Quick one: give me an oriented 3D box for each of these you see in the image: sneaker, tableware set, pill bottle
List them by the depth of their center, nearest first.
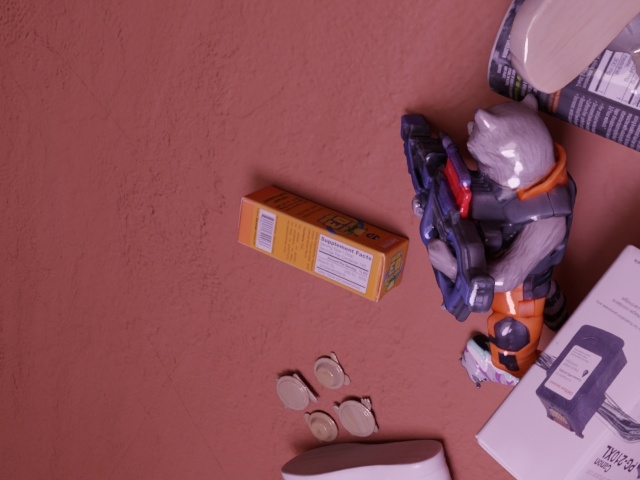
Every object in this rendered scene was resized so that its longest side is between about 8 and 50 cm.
[{"bbox_3d":[0.292,-0.154,0.622,0.245,0.130,0.130,30,124,21],"label":"pill bottle"},{"bbox_3d":[0.224,0.175,0.877,0.098,0.038,0.069,40,130,26],"label":"sneaker"},{"bbox_3d":[0.076,0.405,1.034,0.292,0.108,0.169,-14,98,37],"label":"sneaker"},{"bbox_3d":[0.008,0.259,1.074,0.168,0.020,0.141,-30,94,38],"label":"tableware set"}]

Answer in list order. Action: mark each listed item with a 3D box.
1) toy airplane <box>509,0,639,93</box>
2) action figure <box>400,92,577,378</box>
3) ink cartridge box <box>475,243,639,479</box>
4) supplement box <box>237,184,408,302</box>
[{"bbox_3d":[0.313,-0.299,0.438,0.385,0.272,0.385,-5,109,3],"label":"toy airplane"},{"bbox_3d":[0.189,-0.016,0.724,0.178,0.341,0.330,-9,133,2],"label":"action figure"},{"bbox_3d":[0.290,0.149,0.658,0.237,0.172,0.100,-53,43,5],"label":"ink cartridge box"},{"bbox_3d":[0.000,0.000,0.928,0.233,0.078,0.080,24,119,24],"label":"supplement box"}]
